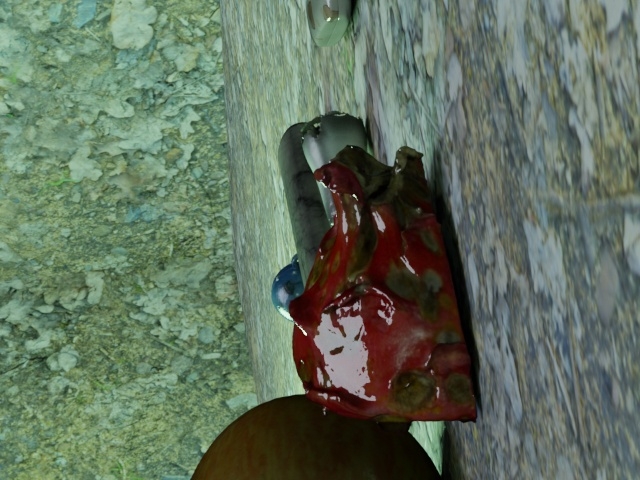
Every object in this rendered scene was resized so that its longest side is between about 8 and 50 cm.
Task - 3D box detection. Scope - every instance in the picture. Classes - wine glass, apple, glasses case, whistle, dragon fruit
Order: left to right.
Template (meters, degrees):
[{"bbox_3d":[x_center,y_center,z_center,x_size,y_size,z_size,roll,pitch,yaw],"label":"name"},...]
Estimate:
[{"bbox_3d":[-0.022,0.084,2.332,0.090,0.090,0.157,-107,12,-60],"label":"whistle"},{"bbox_3d":[-0.007,0.260,1.600,0.264,0.264,0.264,173,90,-84],"label":"apple"},{"bbox_3d":[0.000,0.000,2.132,0.114,0.060,0.299,94,168,-49],"label":"glasses case"},{"bbox_3d":[0.008,-0.244,1.852,0.164,0.041,0.063,130,132,-83],"label":"glasses case"},{"bbox_3d":[0.026,-0.049,1.805,0.072,0.072,0.155,95,166,-63],"label":"wine glass"},{"bbox_3d":[0.036,0.022,1.468,0.262,0.134,0.211,-117,24,-73],"label":"dragon fruit"}]
